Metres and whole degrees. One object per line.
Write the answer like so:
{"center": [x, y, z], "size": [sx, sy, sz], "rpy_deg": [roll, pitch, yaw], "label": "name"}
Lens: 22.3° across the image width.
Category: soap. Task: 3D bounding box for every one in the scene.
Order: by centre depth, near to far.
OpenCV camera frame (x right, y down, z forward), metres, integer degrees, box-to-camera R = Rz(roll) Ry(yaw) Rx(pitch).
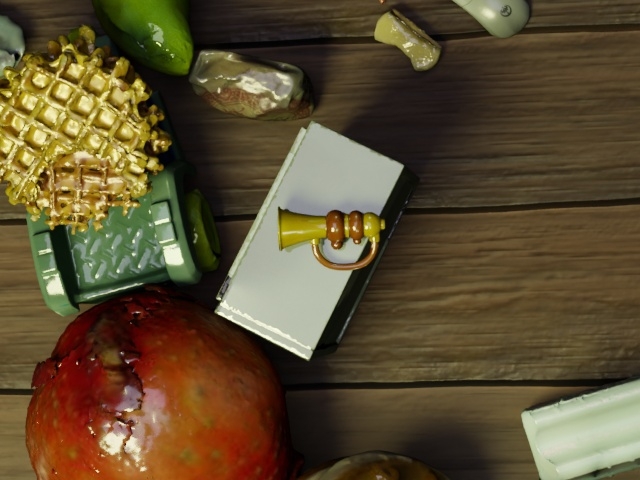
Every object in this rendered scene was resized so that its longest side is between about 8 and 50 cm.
{"center": [0.348, 0.185, 1.739], "size": [0.261, 0.150, 0.094], "rpy_deg": [-18, 89, 7], "label": "soap"}

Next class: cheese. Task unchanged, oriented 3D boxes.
{"center": [0.099, -0.227, 1.854], "size": [0.083, 0.030, 0.044], "rpy_deg": [40, 115, 3], "label": "cheese"}

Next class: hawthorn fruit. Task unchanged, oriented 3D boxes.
{"center": [-0.164, 0.203, 1.751], "size": [0.316, 0.316, 0.316], "rpy_deg": [0, 88, 9], "label": "hawthorn fruit"}

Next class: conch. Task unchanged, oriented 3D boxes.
{"center": [-0.431, -0.214, 1.899], "size": [0.173, 0.106, 0.116], "rpy_deg": [-6, 64, -10], "label": "conch"}

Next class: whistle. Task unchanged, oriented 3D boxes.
{"center": [0.010, -0.003, 1.625], "size": [0.109, 0.046, 0.057], "rpy_deg": [3, 74, 2], "label": "whistle"}

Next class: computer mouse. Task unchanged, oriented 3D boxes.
{"center": [0.186, -0.276, 1.840], "size": [0.110, 0.032, 0.056], "rpy_deg": [39, 93, 8], "label": "computer mouse"}

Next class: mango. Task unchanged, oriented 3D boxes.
{"center": [-0.200, -0.270, 1.836], "size": [0.111, 0.125, 0.233], "rpy_deg": [-36, 58, 15], "label": "mango"}

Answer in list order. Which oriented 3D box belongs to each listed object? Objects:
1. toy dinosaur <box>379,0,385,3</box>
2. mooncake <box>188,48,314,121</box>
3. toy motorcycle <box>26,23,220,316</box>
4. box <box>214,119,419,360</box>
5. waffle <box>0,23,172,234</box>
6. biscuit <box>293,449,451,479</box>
{"center": [0.173, -0.363, 1.832], "size": [0.279, 0.055, 0.101], "rpy_deg": [-32, 56, 8], "label": "toy dinosaur"}
{"center": [-0.073, -0.172, 1.829], "size": [0.130, 0.125, 0.073], "rpy_deg": [10, 94, 12], "label": "mooncake"}
{"center": [-0.247, -0.089, 1.817], "size": [0.191, 0.200, 0.326], "rpy_deg": [-15, 88, 8], "label": "toy motorcycle"}
{"center": [0.000, 0.000, 1.761], "size": [0.117, 0.225, 0.225], "rpy_deg": [26, 92, 8], "label": "box"}
{"center": [-0.256, -0.108, 1.690], "size": [0.193, 0.070, 0.197], "rpy_deg": [-31, 96, 10], "label": "waffle"}
{"center": [0.040, 0.380, 1.711], "size": [0.103, 0.332, 0.332], "rpy_deg": [10, 89, 50], "label": "biscuit"}
